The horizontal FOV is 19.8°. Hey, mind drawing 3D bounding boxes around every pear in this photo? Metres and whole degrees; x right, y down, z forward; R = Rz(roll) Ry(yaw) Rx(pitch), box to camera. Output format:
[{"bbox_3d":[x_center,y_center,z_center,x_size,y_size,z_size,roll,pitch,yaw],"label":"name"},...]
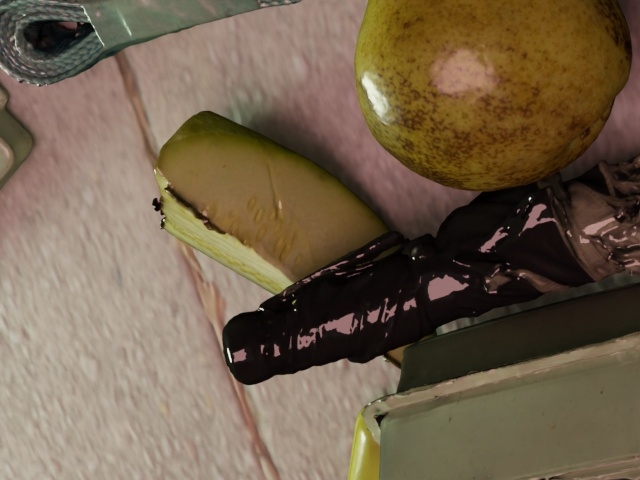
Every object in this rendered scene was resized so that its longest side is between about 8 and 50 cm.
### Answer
[{"bbox_3d":[0.123,-0.128,1.260,0.197,0.197,0.197,9,117,17],"label":"pear"}]

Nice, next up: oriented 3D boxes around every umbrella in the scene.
[{"bbox_3d":[0.091,0.018,1.337,0.358,0.113,0.106,-19,100,11],"label":"umbrella"}]

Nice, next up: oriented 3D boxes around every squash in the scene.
[{"bbox_3d":[0.000,0.000,1.413,0.252,0.169,0.093,30,78,6],"label":"squash"}]

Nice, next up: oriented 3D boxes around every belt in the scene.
[{"bbox_3d":[-0.121,-0.194,1.388,0.302,0.072,0.087,-16,110,27],"label":"belt"}]

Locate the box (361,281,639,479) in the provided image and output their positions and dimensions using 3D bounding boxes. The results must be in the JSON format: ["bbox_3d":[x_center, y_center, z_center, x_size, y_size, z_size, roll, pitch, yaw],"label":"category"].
[{"bbox_3d":[0.193,0.156,1.349,0.291,0.166,0.220,-16,137,26],"label":"box"}]

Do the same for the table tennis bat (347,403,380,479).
[{"bbox_3d":[0.026,0.289,1.576,0.224,0.054,0.368,22,124,9],"label":"table tennis bat"}]

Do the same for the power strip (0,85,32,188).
[{"bbox_3d":[-0.353,-0.041,1.569,0.118,0.046,0.270,43,122,-3],"label":"power strip"}]
